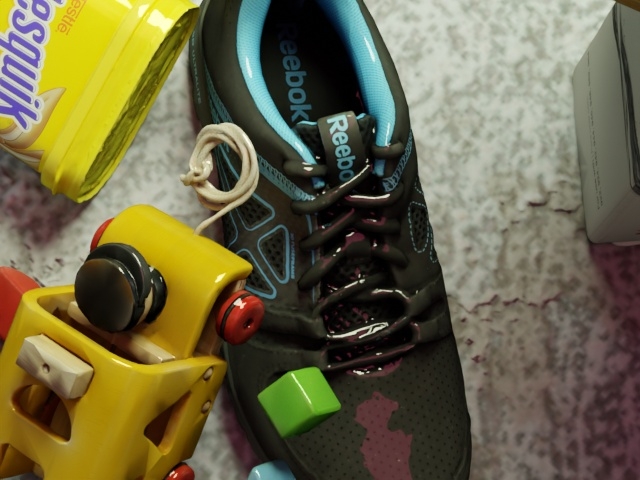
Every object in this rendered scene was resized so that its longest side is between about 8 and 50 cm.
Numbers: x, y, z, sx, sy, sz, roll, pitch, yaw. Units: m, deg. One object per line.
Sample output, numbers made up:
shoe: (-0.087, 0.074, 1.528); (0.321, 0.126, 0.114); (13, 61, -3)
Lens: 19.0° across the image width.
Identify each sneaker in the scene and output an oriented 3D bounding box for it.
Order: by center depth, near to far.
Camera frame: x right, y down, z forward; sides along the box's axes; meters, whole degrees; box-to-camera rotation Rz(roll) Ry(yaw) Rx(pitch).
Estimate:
sneaker: (0.000, 0.000, 1.009); (0.125, 0.139, 0.340); (-15, 81, -11)

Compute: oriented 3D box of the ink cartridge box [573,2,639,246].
ink cartridge box: (0.257, -0.088, 0.987); (0.198, 0.273, 0.114); (-3, 76, -7)

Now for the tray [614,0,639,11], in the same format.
tray: (0.275, -0.156, 0.827); (0.411, 0.076, 0.202); (23, 74, 0)

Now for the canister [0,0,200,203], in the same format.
canister: (-0.169, -0.117, 1.038); (0.170, 0.073, 0.126); (32, 104, 4)

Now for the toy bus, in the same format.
toy bus: (-0.109, 0.063, 0.961); (0.191, 0.104, 0.202); (-22, 83, 28)
